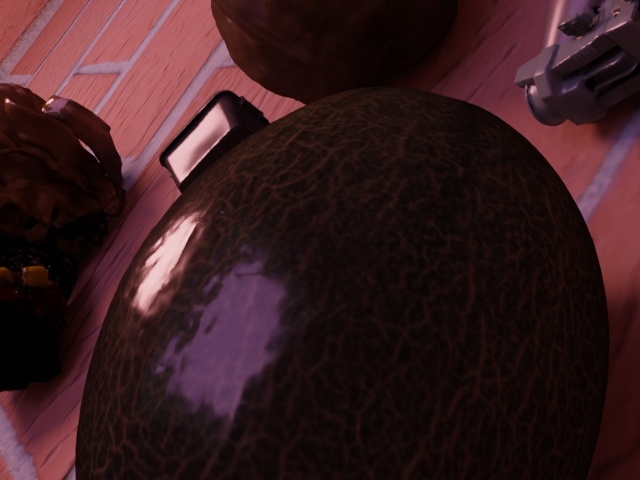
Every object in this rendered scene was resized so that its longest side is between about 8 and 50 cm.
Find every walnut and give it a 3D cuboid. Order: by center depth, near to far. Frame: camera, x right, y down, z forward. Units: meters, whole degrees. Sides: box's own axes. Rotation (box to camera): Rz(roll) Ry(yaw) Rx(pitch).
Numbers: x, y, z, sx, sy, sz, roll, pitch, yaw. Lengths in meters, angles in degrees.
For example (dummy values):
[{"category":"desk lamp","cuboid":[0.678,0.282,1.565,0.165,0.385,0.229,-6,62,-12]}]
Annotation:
[{"category":"walnut","cuboid":[0.007,-0.247,0.780,0.248,0.248,0.248,-34,34,28]}]

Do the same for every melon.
[{"category":"melon","cuboid":[0.016,0.061,0.422,0.238,0.237,0.301,-8,49,50]}]

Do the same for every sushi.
[{"category":"sushi","cuboid":[-0.367,0.098,1.001,0.172,0.153,0.150,-61,33,3]}]

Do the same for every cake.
[{"category":"cake","cuboid":[-0.432,-0.055,1.151,0.321,0.332,0.332,16,68,26]}]

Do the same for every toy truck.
[{"category":"toy truck","cuboid":[0.219,-0.199,0.564,0.140,0.108,0.256,-20,43,63]}]

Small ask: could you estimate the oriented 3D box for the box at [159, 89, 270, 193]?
[{"category":"box","cuboid":[-0.107,-0.091,0.916,0.122,0.084,0.069,-45,38,14]}]
